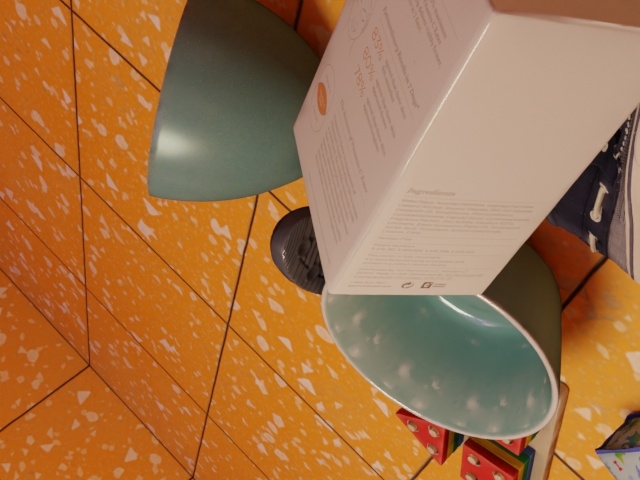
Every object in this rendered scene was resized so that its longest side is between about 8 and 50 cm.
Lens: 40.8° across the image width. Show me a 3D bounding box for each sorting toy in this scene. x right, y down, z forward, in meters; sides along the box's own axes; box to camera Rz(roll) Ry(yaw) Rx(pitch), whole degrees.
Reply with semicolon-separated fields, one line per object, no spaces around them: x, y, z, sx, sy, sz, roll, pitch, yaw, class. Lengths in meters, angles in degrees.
0.220;0.259;1.290;0.255;0.089;0.257;31;143;31;sorting toy

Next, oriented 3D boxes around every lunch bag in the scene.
0.429;0.273;1.024;0.129;0.096;0.151;52;158;1;lunch bag

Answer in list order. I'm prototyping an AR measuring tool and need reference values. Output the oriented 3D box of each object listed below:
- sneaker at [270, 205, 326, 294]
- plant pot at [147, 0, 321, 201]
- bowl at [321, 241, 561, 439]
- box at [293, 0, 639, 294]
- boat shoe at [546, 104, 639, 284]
0.000;0.000;1.142;0.131;0.112;0.319;32;-173;27;sneaker
-0.094;-0.176;1.130;0.195;0.290;0.290;14;145;-4;plant pot
0.172;0.085;1.074;0.311;0.163;0.312;24;144;18;bowl
0.116;-0.130;0.754;0.345;0.168;0.215;118;148;-50;box
0.272;-0.088;0.792;0.158;0.127;0.341;34;158;33;boat shoe
